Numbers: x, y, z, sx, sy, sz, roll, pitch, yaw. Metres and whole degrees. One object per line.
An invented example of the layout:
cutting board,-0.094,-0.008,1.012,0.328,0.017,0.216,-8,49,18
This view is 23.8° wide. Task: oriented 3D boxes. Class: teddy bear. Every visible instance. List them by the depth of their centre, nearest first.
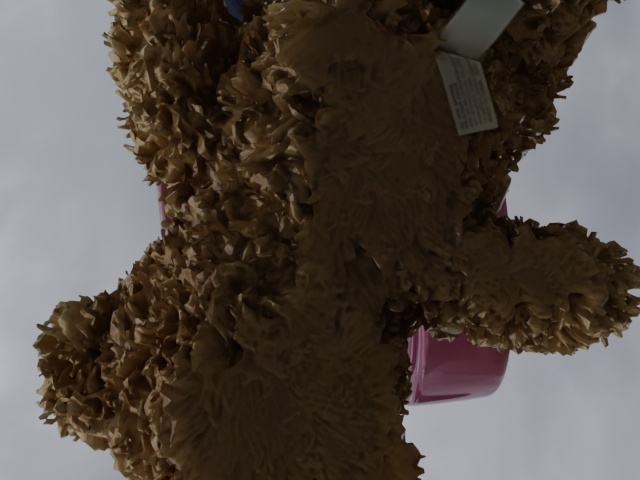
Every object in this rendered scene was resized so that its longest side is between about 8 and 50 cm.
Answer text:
teddy bear,0.018,-0.041,0.627,0.245,0.113,0.338,9,-97,-14

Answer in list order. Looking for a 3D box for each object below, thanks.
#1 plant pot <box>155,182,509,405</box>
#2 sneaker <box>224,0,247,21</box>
plant pot,0.000,0.000,0.870,0.201,0.180,0.201,174,90,-83
sneaker,0.014,-0.246,1.097,0.236,0.323,0.130,8,-143,-30
